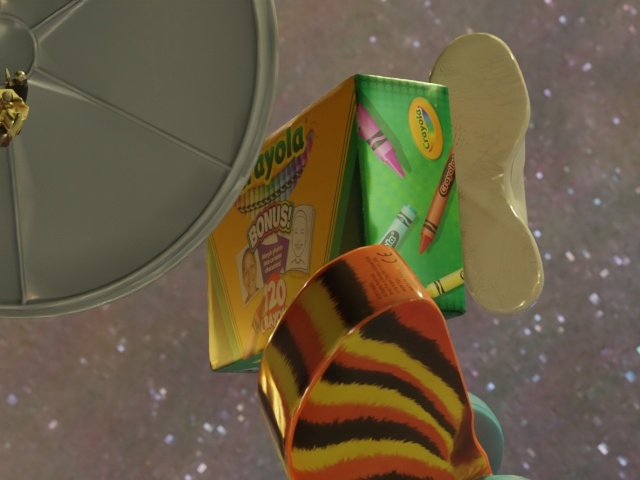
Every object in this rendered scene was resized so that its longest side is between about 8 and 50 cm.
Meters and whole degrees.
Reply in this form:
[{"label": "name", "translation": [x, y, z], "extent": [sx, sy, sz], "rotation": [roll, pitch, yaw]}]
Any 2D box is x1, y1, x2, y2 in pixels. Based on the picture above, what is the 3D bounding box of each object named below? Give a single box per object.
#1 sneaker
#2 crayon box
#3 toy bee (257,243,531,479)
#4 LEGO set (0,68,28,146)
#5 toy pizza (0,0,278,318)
[{"label": "sneaker", "translation": [0.122, -0.047, 0.974], "extent": [0.080, 0.212, 0.094], "rotation": [-6, 175, 6]}, {"label": "crayon box", "translation": [0.000, 0.000, 0.976], "extent": [0.278, 0.081, 0.165], "rotation": [-29, -119, 59]}, {"label": "toy bee", "translation": [0.039, 0.157, 0.606], "extent": [0.162, 0.298, 0.195], "rotation": [-33, -169, -1]}, {"label": "LEGO set", "translation": [-0.112, -0.046, 0.317], "extent": [0.054, 0.083, 0.023], "rotation": [53, -45, 48]}, {"label": "toy pizza", "translation": [-0.115, -0.071, 0.481], "extent": [0.201, 0.201, 0.032], "rotation": [-40, -177, 9]}]
